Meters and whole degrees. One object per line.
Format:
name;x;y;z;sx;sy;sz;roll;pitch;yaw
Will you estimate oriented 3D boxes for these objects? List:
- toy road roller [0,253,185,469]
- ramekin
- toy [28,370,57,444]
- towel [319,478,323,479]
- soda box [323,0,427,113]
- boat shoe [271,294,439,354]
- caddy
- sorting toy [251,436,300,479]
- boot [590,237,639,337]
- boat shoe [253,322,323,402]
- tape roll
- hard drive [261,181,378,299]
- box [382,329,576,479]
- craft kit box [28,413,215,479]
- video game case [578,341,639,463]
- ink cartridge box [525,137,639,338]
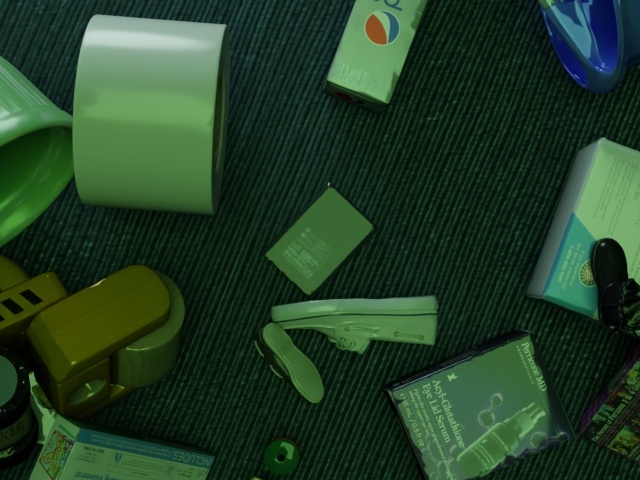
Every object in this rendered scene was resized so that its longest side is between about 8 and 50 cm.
toy road roller;-0.355;0.107;1.426;0.330;0.202;0.240;-27;69;-22
ramekin;-0.456;-0.094;1.414;0.303;0.303;0.148;-42;82;-3
toy;-0.444;0.184;1.516;0.237;0.056;0.136;14;78;-6
towel;0.002;0.373;1.540;0.060;0.009;0.083;32;88;0
soda box;0.095;-0.321;1.530;0.091;0.098;0.286;21;87;-1
boat shoe;0.048;0.115;1.516;0.226;0.083;0.075;-3;86;-2
caddy;0.351;-0.362;1.470;0.179;0.241;0.341;-17;87;-8
sorting toy;-0.063;0.404;1.512;0.132;0.046;0.274;27;94;3
boot;0.365;0.057;1.389;0.045;0.099;0.121;-2;90;-1
boat shoe;-0.044;0.169;1.535;0.125;0.038;0.046;51;46;-4
tape roll;-0.209;-0.158;1.444;0.169;0.246;0.246;4;87;-2
hard drive;0.000;0.000;1.551;0.094;0.022;0.135;44;88;1
box;0.207;0.224;1.502;0.207;0.108;0.153;-24;87;-2
craft kit box;-0.274;0.359;1.431;0.061;0.250;0.246;17;83;40
video game case;0.480;0.217;1.470;0.210;0.041;0.232;23;132;0
ink cartridge box;0.461;0.026;1.506;0.308;0.129;0.223;21;87;0
